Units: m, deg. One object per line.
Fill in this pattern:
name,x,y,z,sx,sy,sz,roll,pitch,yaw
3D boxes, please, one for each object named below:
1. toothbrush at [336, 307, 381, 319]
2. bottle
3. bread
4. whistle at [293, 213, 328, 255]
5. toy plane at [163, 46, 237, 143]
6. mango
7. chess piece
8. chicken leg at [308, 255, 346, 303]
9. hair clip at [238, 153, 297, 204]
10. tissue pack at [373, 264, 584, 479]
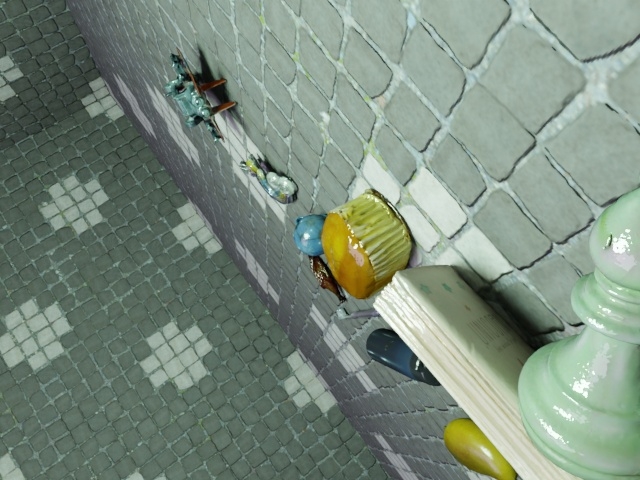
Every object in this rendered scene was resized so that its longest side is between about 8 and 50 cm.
toothbrush,0.086,0.168,1.230,0.029,0.024,0.354,63,166,3
bottle,0.166,0.218,0.995,0.082,0.072,0.244,21,173,-14
bread,0.065,0.014,0.828,0.132,0.114,0.190,51,159,23
whistle,0.000,0.000,1.027,0.158,0.090,0.090,45,161,35
toy plane,-0.293,-0.331,1.179,0.326,0.104,0.223,36,156,50
mango,0.294,0.383,0.960,0.161,0.076,0.103,13,131,63
chess piece,0.240,0.062,0.417,0.139,0.139,0.272,38,145,47
chicken leg,0.014,0.093,1.268,0.145,0.037,0.062,56,-173,2
hair clip,-0.108,-0.133,1.161,0.172,0.049,0.116,38,172,25
tissue pack,0.214,0.164,0.605,0.325,0.071,0.170,48,-152,23
